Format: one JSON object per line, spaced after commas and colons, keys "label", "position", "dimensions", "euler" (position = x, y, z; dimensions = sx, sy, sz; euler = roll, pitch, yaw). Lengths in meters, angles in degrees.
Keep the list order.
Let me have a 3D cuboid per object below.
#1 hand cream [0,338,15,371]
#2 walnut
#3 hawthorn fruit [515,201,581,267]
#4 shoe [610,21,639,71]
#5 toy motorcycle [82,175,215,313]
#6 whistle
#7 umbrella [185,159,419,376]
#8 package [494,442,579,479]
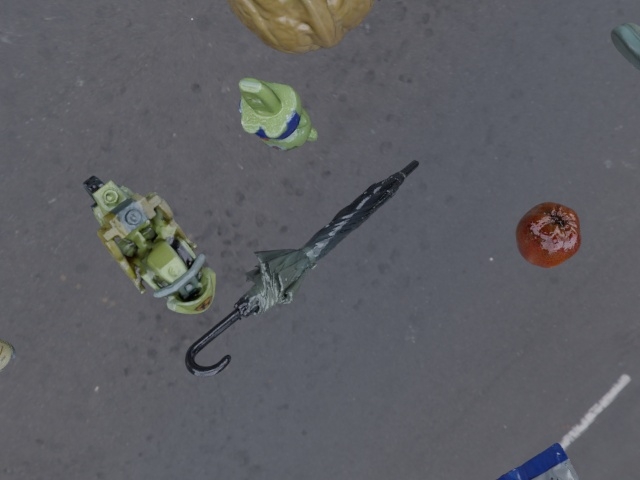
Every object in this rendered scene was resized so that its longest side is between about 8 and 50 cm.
{"label": "hand cream", "position": [-0.395, 0.118, 0.603], "dimensions": [0.039, 0.143, 0.061], "euler": [34, 74, 14]}
{"label": "walnut", "position": [-0.033, -0.385, 0.755], "dimensions": [0.225, 0.225, 0.261], "euler": [-35, 142, 2]}
{"label": "hawthorn fruit", "position": [0.484, -0.008, 1.148], "dimensions": [0.132, 0.133, 0.138], "euler": [-10, 146, -9]}
{"label": "shoe", "position": [0.672, -0.349, 1.032], "dimensions": [0.100, 0.251, 0.103], "euler": [-46, 148, 25]}
{"label": "toy motorcycle", "position": [-0.376, 0.027, 1.222], "dimensions": [0.169, 0.237, 0.410], "euler": [-46, 121, -20]}
{"label": "whistle", "position": [-0.070, -0.190, 0.814], "dimensions": [0.105, 0.227, 0.085], "euler": [14, 88, 11]}
{"label": "umbrella", "position": [-0.005, -0.002, 0.400], "dimensions": [0.269, 0.044, 0.044], "euler": [-44, 143, -37]}
{"label": "package", "position": [0.315, 0.390, 0.733], "dimensions": [0.027, 0.173, 0.171], "euler": [-1, 139, -32]}
